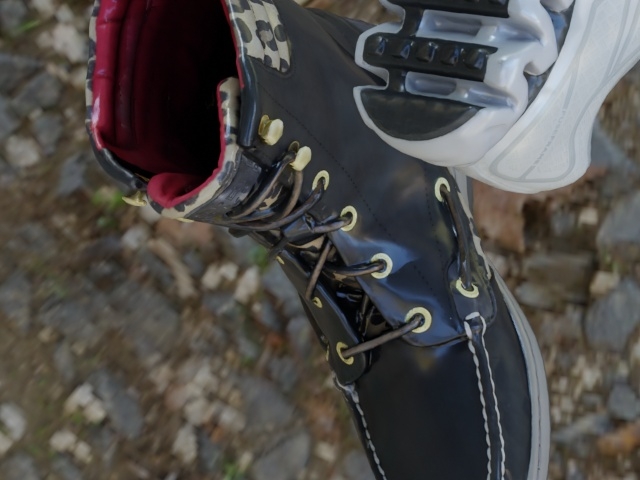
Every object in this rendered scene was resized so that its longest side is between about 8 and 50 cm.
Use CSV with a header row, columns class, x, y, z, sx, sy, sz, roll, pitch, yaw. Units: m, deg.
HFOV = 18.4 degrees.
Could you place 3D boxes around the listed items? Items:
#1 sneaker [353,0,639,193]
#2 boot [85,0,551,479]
class,x,y,z,sx,sy,sz,roll,pitch,yaw
sneaker,0.119,-0.158,0.884,0.110,0.118,0.292,23,86,47
boot,0.000,0.000,1.186,0.138,0.284,0.377,-22,64,28
